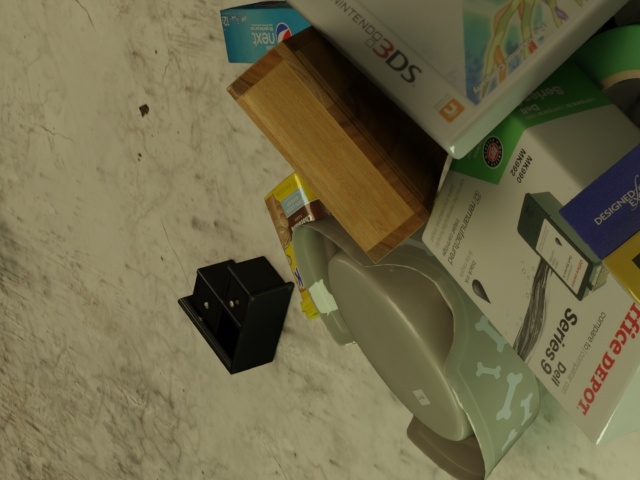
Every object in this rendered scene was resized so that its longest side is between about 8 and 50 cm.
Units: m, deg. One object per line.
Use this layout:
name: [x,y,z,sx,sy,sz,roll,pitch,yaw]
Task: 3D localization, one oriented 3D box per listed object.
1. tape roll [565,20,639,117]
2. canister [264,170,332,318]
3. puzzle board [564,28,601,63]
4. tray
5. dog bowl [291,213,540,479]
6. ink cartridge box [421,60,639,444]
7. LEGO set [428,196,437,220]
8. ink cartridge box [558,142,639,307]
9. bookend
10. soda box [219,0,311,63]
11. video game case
tape roll: [0.337,-0.050,1.561,0.321,0.077,0.321,30,128,48]
canister: [0.000,0.000,2.112,0.126,0.073,0.169,-38,70,56]
puzzle board: [0.239,-0.221,1.697,0.128,0.011,0.096,41,137,42]
tray: [0.032,-0.116,1.649,0.076,0.411,0.203,-40,94,13]
dog bowl: [0.110,0.102,1.853,0.348,0.102,0.348,51,166,18]
ink cartridge box: [0.245,0.010,1.541,0.289,0.122,0.211,51,141,32]
LEGO set: [0.079,-0.096,1.911,0.132,0.107,0.287,16,117,54]
ink cartridge box: [0.386,-0.023,1.324,0.307,0.304,0.072,52,-174,28]
bookend: [-0.121,0.075,2.333,0.156,0.072,0.157,51,141,33]
soda box: [-0.039,-0.257,2.059,0.210,0.067,0.071,11,113,56]
video game case: [0.154,-0.275,1.563,0.300,0.329,0.036,47,180,36]
